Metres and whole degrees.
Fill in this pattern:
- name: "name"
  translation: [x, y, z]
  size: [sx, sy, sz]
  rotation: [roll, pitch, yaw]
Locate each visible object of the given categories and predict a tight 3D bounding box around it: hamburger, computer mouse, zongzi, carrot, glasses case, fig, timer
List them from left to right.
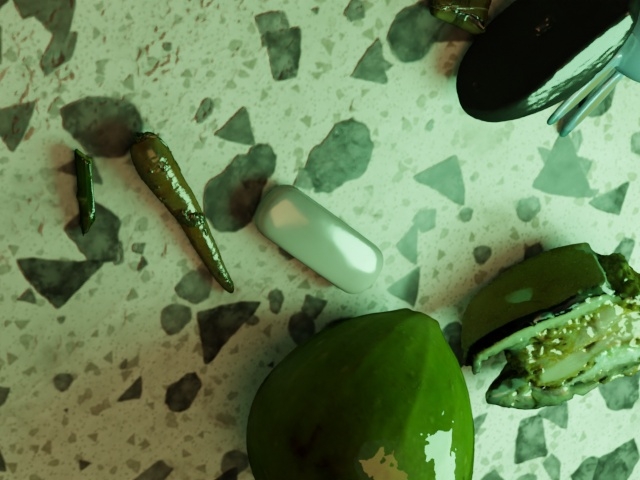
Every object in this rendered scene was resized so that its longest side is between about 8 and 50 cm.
- name: "carrot"
  translation: [-0.161, -0.029, 1.740]
  size: [0.049, 0.049, 0.254]
  rotation: [-35, 123, -9]
- name: "glasses case"
  translation: [0.000, 0.000, 1.813]
  size: [0.193, 0.049, 0.074]
  rotation: [35, 92, -29]
- name: "fig"
  translation: [0.065, 0.230, 1.797]
  size: [0.316, 0.316, 0.316]
  rotation: [-8, 111, -21]
- name: "zongzi"
  translation: [0.181, -0.308, 1.796]
  size: [0.076, 0.040, 0.083]
  rotation: [19, 88, -22]
- name: "computer mouse"
  translation: [0.290, -0.247, 1.795]
  size: [0.269, 0.137, 0.086]
  rotation: [-42, 148, 21]
- name: "hamburger"
  translation: [0.332, 0.106, 1.933]
  size: [0.288, 0.192, 0.168]
  rotation: [-24, 113, 14]
- name: "timer"
  translation: [0.417, -0.233, 1.849]
  size: [0.175, 0.175, 0.255]
  rotation: [22, 92, -29]

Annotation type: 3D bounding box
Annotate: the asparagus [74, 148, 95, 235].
- name: "asparagus"
  translation: [-0.276, -0.056, 1.686]
  size: [0.021, 0.025, 0.108]
  rotation: [-1, 113, -3]
